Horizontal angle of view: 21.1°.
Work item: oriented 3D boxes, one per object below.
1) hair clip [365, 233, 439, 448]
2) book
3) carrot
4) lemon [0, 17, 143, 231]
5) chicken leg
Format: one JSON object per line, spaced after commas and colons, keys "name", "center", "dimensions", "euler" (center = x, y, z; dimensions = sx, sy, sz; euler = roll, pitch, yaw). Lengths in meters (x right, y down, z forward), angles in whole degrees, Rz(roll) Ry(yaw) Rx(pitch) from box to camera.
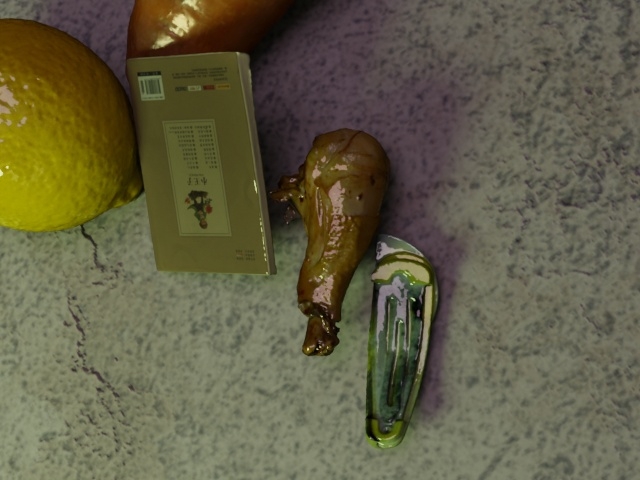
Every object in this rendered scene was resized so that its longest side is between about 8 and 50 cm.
{"name": "hair clip", "center": [0.067, 0.088, 1.479], "dimensions": [0.060, 0.033, 0.188], "euler": [3, 74, 17]}
{"name": "book", "center": [-0.106, -0.067, 1.518], "dimensions": [0.138, 0.016, 0.198], "euler": [2, 105, 38]}
{"name": "carrot", "center": [-0.095, -0.223, 1.573], "dimensions": [0.159, 0.159, 0.225], "euler": [37, 104, 23]}
{"name": "lemon", "center": [-0.268, -0.105, 1.565], "dimensions": [0.244, 0.187, 0.187], "euler": [35, 88, -9]}
{"name": "chicken leg", "center": [0.002, 0.000, 1.496], "dimensions": [0.101, 0.085, 0.207], "euler": [5, 75, 20]}
